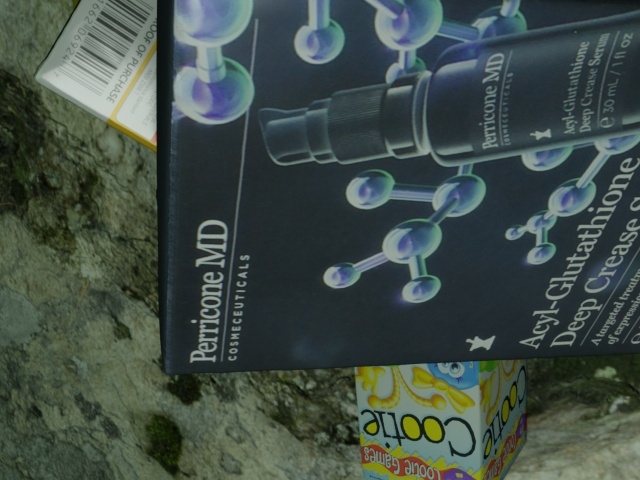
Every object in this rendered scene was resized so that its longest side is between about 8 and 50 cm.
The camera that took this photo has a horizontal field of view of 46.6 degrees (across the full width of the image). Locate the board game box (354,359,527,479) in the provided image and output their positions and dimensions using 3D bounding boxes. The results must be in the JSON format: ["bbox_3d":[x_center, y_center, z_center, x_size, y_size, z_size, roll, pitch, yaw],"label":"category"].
[{"bbox_3d":[0.128,0.117,0.785,0.144,0.142,0.275,7,113,32],"label":"board game box"}]

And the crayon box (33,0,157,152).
[{"bbox_3d":[-0.059,-0.146,0.680,0.323,0.083,0.203,31,98,-20],"label":"crayon box"}]

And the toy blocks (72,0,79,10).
[{"bbox_3d":[-0.187,-0.304,0.814,0.261,0.191,0.381,-16,110,48],"label":"toy blocks"}]

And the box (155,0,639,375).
[{"bbox_3d":[0.086,-0.082,0.526,0.212,0.395,0.293,-103,18,-45],"label":"box"}]
